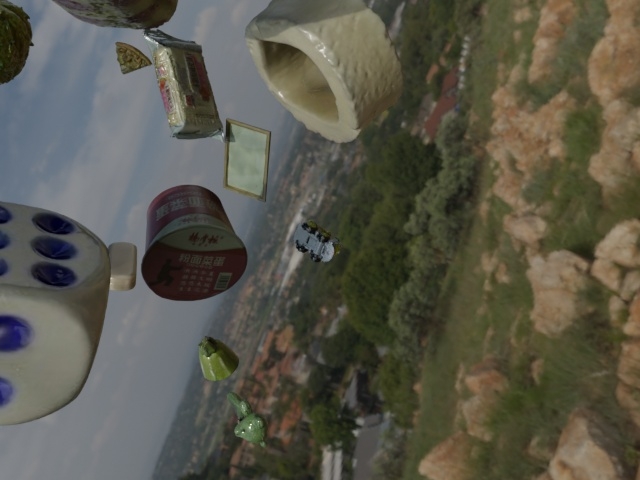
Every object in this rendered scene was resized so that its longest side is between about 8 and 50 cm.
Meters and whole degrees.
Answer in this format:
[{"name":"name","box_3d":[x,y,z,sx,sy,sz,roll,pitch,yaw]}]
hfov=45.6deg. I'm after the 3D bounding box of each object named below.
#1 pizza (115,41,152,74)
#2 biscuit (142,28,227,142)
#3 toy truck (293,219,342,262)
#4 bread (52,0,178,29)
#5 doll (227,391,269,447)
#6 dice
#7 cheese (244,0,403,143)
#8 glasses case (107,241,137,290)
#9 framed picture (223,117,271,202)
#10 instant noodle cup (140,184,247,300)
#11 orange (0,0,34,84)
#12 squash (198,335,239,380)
[{"name":"pizza","box_3d":[-0.571,-0.532,2.284,0.108,0.123,0.026,-52,11,39]},{"name":"biscuit","box_3d":[-0.349,-0.392,1.952,0.079,0.186,0.309,-21,79,38]},{"name":"toy truck","box_3d":[0.000,0.000,1.766,0.077,0.111,0.076,-31,-30,-54]},{"name":"bread","box_3d":[-0.321,-0.404,1.104,0.338,0.187,0.155,-140,61,-86]},{"name":"doll","box_3d":[-0.177,0.423,1.797,0.150,0.077,0.115,42,153,48]},{"name":"dice","box_3d":[-0.549,0.124,1.311,0.304,0.304,0.277,-64,29,26]},{"name":"cheese","box_3d":[0.000,-0.361,1.514,0.153,0.292,0.332,-44,43,-17]},{"name":"glasses case","box_3d":[-0.537,0.068,2.054,0.196,0.083,0.050,-109,27,-59]},{"name":"framed picture","box_3d":[-0.195,-0.211,2.005,0.010,0.136,0.201,-40,-37,-52]},{"name":"instant noodle cup","box_3d":[-0.295,-0.003,1.716,0.235,0.234,0.178,-65,32,36]},{"name":"orange","box_3d":[-0.855,-0.481,1.885,0.301,0.300,0.223,-124,15,-53]},{"name":"squash","box_3d":[-0.284,0.287,1.978,0.105,0.105,0.132,-76,-29,-46]}]
